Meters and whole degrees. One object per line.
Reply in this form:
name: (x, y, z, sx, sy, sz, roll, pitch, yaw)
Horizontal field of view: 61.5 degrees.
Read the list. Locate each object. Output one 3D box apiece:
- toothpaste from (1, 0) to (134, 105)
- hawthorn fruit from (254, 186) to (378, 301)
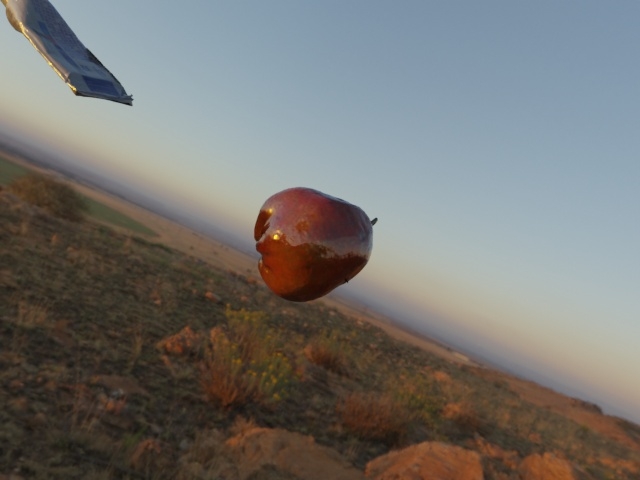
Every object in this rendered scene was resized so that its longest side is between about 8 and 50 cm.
toothpaste: (-0.403, -0.304, 0.819, 0.282, 0.099, 0.068, 47, -38, 13)
hawthorn fruit: (0.000, 0.000, 1.058, 0.261, 0.223, 0.224, -11, 5, -12)
